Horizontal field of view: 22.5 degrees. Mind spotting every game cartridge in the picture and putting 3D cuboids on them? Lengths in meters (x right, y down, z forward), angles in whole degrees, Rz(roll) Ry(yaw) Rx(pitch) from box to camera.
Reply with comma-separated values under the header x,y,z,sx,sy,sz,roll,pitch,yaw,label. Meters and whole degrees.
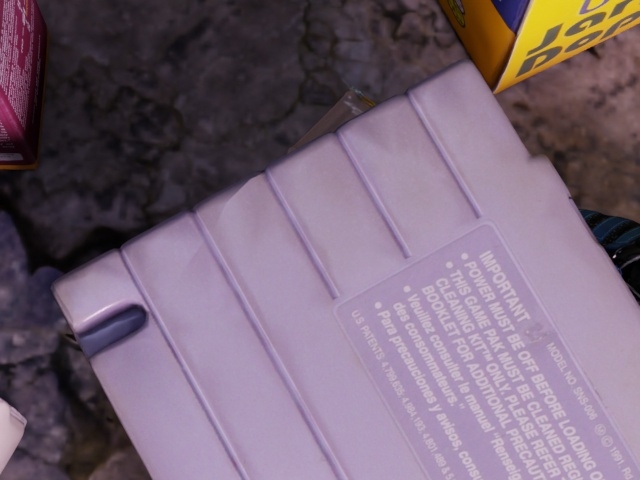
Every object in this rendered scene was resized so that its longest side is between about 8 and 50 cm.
x,y,z,sx,sy,sz,roll,pitch,yaw,label
0.063,0.119,0.712,0.230,0.068,0.355,-28,79,-9,game cartridge

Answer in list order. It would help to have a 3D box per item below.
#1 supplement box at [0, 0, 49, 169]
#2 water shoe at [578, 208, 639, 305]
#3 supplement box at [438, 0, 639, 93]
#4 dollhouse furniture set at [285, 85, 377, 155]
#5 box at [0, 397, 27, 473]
x,y,z,sx,sy,sz,roll,pitch,yaw,label
-0.193,-0.098,0.752,0.104,0.188,0.081,2,76,-1,supplement box
0.146,0.014,0.790,0.203,0.080,0.073,7,77,0,water shoe
0.096,-0.290,0.801,0.194,0.195,0.356,-26,78,-7,supplement box
0.000,0.000,0.820,0.076,0.058,0.151,35,59,14,dollhouse furniture set
-0.272,0.075,0.731,0.232,0.148,0.127,28,78,5,box
